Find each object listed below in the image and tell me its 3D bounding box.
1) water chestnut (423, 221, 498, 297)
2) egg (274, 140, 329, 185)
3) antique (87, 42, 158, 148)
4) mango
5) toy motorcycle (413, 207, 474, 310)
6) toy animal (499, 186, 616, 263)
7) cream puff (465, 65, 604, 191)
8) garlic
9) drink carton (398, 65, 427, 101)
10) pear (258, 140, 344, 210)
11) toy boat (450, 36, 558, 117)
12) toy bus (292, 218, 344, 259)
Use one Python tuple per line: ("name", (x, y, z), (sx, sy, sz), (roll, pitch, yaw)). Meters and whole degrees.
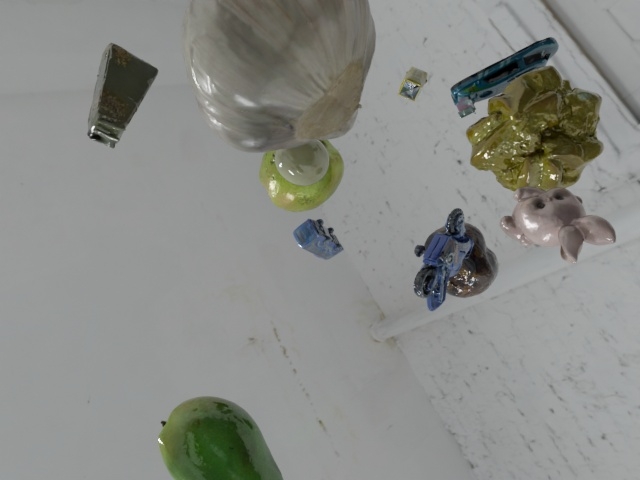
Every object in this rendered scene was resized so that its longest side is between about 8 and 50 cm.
("water chestnut", (0.576, 0.096, 1.774), (0.347, 0.335, 0.335), (-19, -106, -26))
("egg", (-0.068, -0.292, 1.498), (0.186, 0.186, 0.242), (55, -157, 8))
("antique", (-0.591, -0.408, 1.193), (0.150, 0.125, 0.284), (22, -119, -33))
("mango", (-0.237, 0.560, 1.050), (0.382, 0.201, 0.225), (44, -119, 0))
("toy motorcycle", (0.253, 0.037, 0.839), (0.114, 0.076, 0.205), (43, -109, -42))
("toy animal", (0.391, -0.039, 0.685), (0.124, 0.212, 0.124), (0, -85, 2))
("cream puff", (0.531, -0.240, 1.044), (0.270, 0.323, 0.274), (-18, -114, -28))
("garlic", (-0.061, -0.273, 0.614), (0.317, 0.317, 0.259), (-29, -100, -38))
("drink carton", (0.340, -0.574, 1.481), (0.084, 0.074, 0.200), (23, -136, 4))
("pear", (-0.094, -0.302, 1.841), (0.391, 0.391, 0.391), (14, -123, -23))
("toy boat", (0.532, -0.459, 1.179), (0.134, 0.299, 0.092), (4, -115, -68))
("toy bus", (-0.003, -0.001, 1.296), (0.079, 0.094, 0.236), (65, -168, 20))
